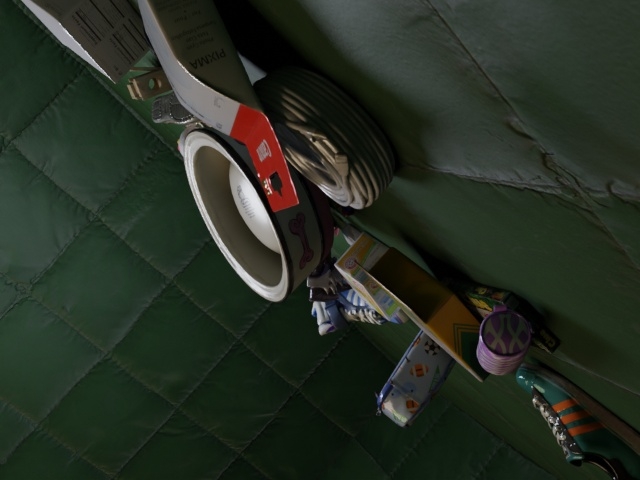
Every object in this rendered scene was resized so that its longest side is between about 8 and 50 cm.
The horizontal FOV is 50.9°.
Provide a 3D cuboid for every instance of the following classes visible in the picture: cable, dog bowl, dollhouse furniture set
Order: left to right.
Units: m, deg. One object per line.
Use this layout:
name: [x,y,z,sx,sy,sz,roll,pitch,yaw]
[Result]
dollhouse furniture set: [-0.471,-0.469,1.793,0.182,0.101,0.161,29,140,63]
dog bowl: [-0.129,-0.078,1.457,0.408,0.150,0.408,45,153,31]
cable: [-0.001,-0.157,1.027,0.257,0.089,0.257,39,172,29]

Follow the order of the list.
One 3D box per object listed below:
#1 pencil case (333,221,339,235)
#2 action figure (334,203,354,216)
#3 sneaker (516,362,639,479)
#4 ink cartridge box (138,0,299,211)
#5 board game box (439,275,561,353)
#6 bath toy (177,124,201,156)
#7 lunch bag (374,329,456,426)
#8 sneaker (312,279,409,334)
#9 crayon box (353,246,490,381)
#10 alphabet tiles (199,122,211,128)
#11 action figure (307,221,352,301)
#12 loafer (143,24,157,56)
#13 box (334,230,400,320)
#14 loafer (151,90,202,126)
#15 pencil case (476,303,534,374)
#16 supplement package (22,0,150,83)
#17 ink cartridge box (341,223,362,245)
pencil case: [-0.085,-0.076,1.830,0.284,0.124,0.124,37,171,28]
action figure: [0.055,-0.071,1.469,0.038,0.030,0.115,35,174,10]
sneaker: [0.496,0.365,1.325,0.302,0.121,0.108,37,171,33]
ink cartridge box: [-0.166,-0.211,1.044,0.385,0.091,0.308,67,170,-5]
board game box: [0.322,0.131,1.249,0.136,0.030,0.260,46,172,-12]
bath toy: [-0.341,-0.247,2.066,0.129,0.151,0.348,66,-175,23]
lunch bag: [0.248,0.317,1.631,0.115,0.303,0.243,36,172,15]
sneaker: [0.110,0.244,2.177,0.323,0.236,0.130,36,170,43]
crayon box: [0.226,0.139,1.361,0.323,0.083,0.203,44,178,-41]
alphabet tiles: [-0.288,-0.309,1.905,0.284,0.021,0.278,39,172,18]
action figure: [0.000,0.000,1.646,0.185,0.099,0.285,-42,-59,-70]
loafer: [-0.285,-0.370,1.310,0.223,0.076,0.078,40,-179,43]
box: [0.136,0.088,1.628,0.103,0.114,0.203,36,169,38]
loafer: [-0.358,-0.349,1.780,0.087,0.094,0.251,1,-172,-39]
pencil case: [0.307,0.174,1.147,0.206,0.086,0.088,66,-170,-67]
supplement package: [-0.537,-0.515,1.522,0.262,0.145,0.204,37,171,33]
ink cartridge box: [0.086,-0.005,1.680,0.048,0.028,0.083,39,172,24]
